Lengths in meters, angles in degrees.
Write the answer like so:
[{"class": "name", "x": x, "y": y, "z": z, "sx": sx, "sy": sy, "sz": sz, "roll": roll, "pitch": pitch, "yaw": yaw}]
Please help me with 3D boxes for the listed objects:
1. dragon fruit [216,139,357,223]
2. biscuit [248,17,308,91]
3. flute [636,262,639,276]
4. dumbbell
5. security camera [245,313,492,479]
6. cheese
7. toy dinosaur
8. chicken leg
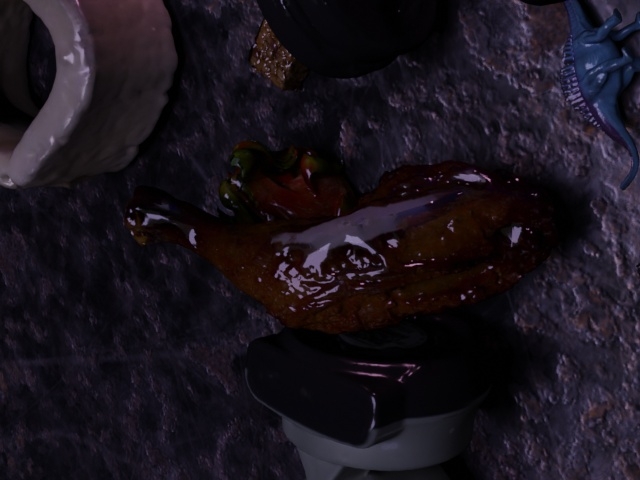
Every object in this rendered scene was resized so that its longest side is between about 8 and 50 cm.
[{"class": "dragon fruit", "x": -0.036, "y": -0.030, "z": 1.179, "sx": 0.138, "sy": 0.175, "sz": 0.142, "roll": -44, "pitch": 38, "yaw": 27}, {"class": "biscuit", "x": -0.015, "y": -0.241, "z": 1.162, "sx": 0.064, "sy": 0.034, "sz": 0.199, "roll": 40, "pitch": 122, "yaw": 30}, {"class": "flute", "x": 0.352, "y": -0.019, "z": 0.893, "sx": 0.269, "sy": 0.014, "sz": 0.014, "roll": -26, "pitch": 80, "yaw": 41}, {"class": "dumbbell", "x": 0.099, "y": -0.250, "z": 0.962, "sx": 0.388, "sy": 0.185, "sz": 0.185, "roll": -12, "pitch": 89, "yaw": 43}, {"class": "security camera", "x": 0.050, "y": 0.210, "z": 1.083, "sx": 0.197, "sy": 0.191, "sz": 0.277, "roll": 17, "pitch": 110, "yaw": 43}, {"class": "cheese", "x": -0.321, "y": -0.204, "z": 1.361, "sx": 0.332, "sy": 0.153, "sz": 0.292, "roll": 34, "pitch": 118, "yaw": 34}, {"class": "toy dinosaur", "x": 0.229, "y": -0.139, "z": 0.961, "sx": 0.080, "sy": 0.045, "sz": 0.197, "roll": -30, "pitch": 70, "yaw": 53}, {"class": "chicken leg", "x": 0.000, "y": 0.000, "z": 1.036, "sx": 0.407, "sy": 0.096, "sz": 0.158, "roll": -1, "pitch": 56, "yaw": 20}]
